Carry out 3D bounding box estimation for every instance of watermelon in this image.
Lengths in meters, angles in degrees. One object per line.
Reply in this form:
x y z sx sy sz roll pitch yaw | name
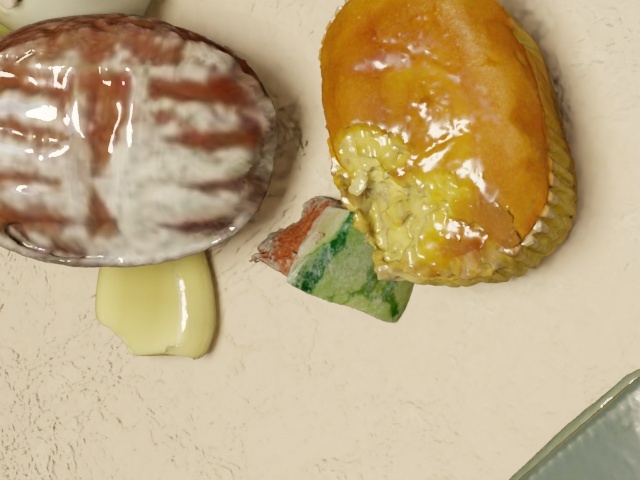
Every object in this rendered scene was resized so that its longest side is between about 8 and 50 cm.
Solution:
0.023 0.009 1.216 0.098 0.121 0.158 -68 17 -3 | watermelon

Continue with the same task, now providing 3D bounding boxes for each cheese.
-0.160 -0.014 1.317 0.127 0.050 0.255 -5 87 32 | cheese

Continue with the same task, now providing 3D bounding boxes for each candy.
-0.177 -0.084 1.197 0.290 0.157 0.214 -3 105 -9 | candy

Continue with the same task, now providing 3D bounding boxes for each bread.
0.096 -0.087 1.105 0.179 0.133 0.250 -15 81 14 | bread

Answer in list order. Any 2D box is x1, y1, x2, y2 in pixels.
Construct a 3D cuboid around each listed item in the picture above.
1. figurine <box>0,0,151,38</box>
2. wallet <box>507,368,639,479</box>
-0.308 -0.202 1.345 0.394 0.226 0.274 -23 108 35 | figurine
0.288 0.286 1.047 0.360 0.083 0.252 50 119 18 | wallet
